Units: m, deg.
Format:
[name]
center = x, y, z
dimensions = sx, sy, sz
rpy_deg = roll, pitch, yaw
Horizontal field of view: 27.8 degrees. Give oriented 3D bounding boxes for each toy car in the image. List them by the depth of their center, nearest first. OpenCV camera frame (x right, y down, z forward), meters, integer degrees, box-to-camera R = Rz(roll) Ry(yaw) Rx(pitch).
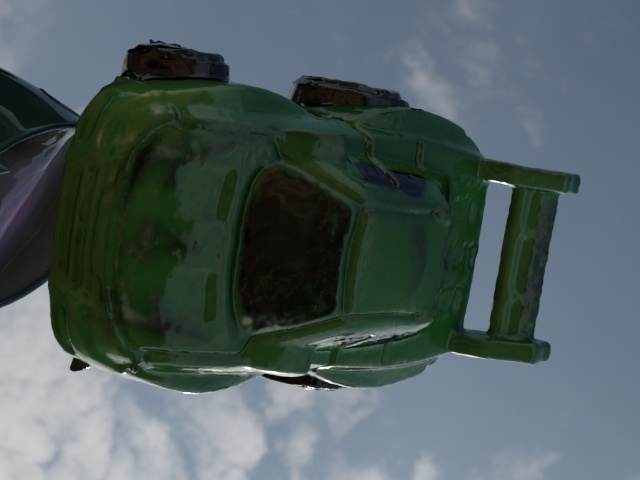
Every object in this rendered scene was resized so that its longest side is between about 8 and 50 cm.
[toy car]
center = 0.000, 0.000, 0.848
dimensions = 0.176, 0.358, 0.213
rpy_deg = 15, -83, 40

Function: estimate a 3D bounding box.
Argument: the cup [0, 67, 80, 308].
[cup]
center = -0.267, -0.061, 0.941
dimensions = 0.173, 0.300, 0.167
rpy_deg = 40, -99, 26
